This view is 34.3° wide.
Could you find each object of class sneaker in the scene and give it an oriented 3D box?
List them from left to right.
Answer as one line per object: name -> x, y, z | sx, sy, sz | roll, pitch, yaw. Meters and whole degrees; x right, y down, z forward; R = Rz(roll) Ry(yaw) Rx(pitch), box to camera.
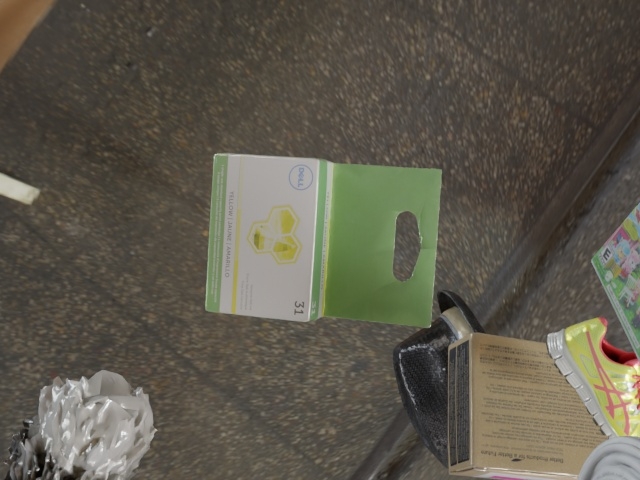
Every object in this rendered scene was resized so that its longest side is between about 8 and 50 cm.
sneaker -> 0.380, 0.188, 1.318 | 0.094, 0.081, 0.208 | -36, 94, 18

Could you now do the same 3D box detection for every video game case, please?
video game case -> 0.393, 0.049, 1.145 | 0.023, 0.193, 0.212 | 1, 52, -23

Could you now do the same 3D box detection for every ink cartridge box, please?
ink cartridge box -> 0.000, 0.000, 1.078 | 0.235, 0.056, 0.171 | 5, 93, 21
ink cartridge box -> 0.302, 0.245, 1.475 | 0.234, 0.088, 0.193 | 10, 69, -17

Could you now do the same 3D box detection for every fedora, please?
fedora -> 0.219, 0.257, 1.725 | 0.152, 0.334, 0.334 | -24, 79, -5

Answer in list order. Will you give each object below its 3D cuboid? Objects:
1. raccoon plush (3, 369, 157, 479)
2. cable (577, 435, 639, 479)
raccoon plush -> -0.234, 0.331, 0.652 | 0.446, 0.216, 0.299 | -60, 40, 32
cable -> 0.304, 0.305, 0.929 | 0.089, 0.257, 0.257 | 1, 83, -11
